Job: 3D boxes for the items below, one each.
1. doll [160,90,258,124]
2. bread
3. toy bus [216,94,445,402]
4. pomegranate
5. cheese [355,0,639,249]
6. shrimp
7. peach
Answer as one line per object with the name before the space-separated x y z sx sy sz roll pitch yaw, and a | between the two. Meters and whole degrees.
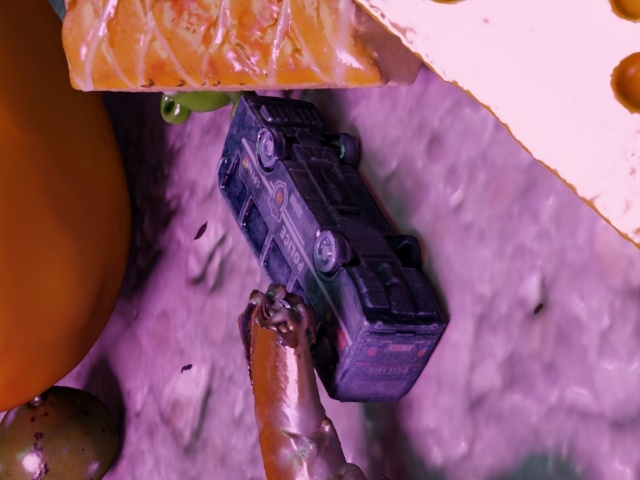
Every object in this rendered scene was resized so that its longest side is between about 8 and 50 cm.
doll | -0.033 -0.119 0.830 0.190 0.050 0.115 -42 58 41
bread | -0.037 -0.132 0.757 0.188 0.068 0.125 4 96 39
toy bus | 0.000 0.000 0.751 0.166 0.047 0.065 60 137 44
pomegranate | -0.149 0.123 0.958 0.073 0.084 0.073 -16 56 25
cheese | 0.106 -0.068 0.569 0.093 0.126 0.171 -49 63 33
shrimp | 0.025 0.085 0.654 0.161 0.049 0.166 -32 77 58
peach | -0.256 -0.040 0.938 0.289 0.289 0.308 -19 103 56
